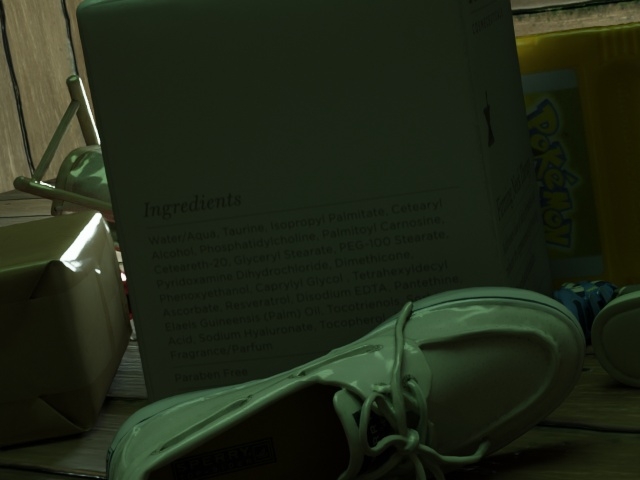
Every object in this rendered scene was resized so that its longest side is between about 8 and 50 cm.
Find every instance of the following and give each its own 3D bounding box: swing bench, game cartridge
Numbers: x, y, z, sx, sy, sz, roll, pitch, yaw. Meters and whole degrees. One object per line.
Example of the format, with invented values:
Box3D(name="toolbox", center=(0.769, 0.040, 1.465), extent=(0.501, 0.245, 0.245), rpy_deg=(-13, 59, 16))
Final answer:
Box3D(name="swing bench", center=(-0.202, -0.053, 2.010), extent=(0.253, 0.165, 0.255), rpy_deg=(16, -19, 24))
Box3D(name="game cartridge", center=(0.212, -0.064, 1.599), extent=(0.323, 0.285, 0.052), rpy_deg=(-5, 10, 27))

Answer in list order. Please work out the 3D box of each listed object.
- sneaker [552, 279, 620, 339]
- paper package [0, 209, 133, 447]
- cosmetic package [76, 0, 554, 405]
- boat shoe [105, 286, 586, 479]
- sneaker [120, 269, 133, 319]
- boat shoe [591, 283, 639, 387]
Box3D(name="sneaker", center=(0.253, 0.066, 1.504), extent=(0.059, 0.053, 0.144), rpy_deg=(-4, 12, 18))
Box3D(name="paper package", center=(-0.364, 0.095, 1.595), extent=(0.309, 0.168, 0.325), rpy_deg=(-11, 10, 0))
Box3D(name="cosmetic package", center=(0.015, -0.057, 1.433), extent=(0.327, 0.394, 0.329), rpy_deg=(-7, 11, 15))
Box3D(name="boat shoe", center=(0.030, 0.130, 1.118), extent=(0.367, 0.136, 0.156), rpy_deg=(-14, 10, -9))
Box3D(name="sneaker", center=(-0.280, 0.071, 1.920), extent=(0.136, 0.116, 0.314), rpy_deg=(10, 8, -3))
Box3D(name="boat shoe", center=(0.375, 0.055, 1.285), extent=(0.305, 0.109, 0.091), rpy_deg=(-8, 14, 30))
